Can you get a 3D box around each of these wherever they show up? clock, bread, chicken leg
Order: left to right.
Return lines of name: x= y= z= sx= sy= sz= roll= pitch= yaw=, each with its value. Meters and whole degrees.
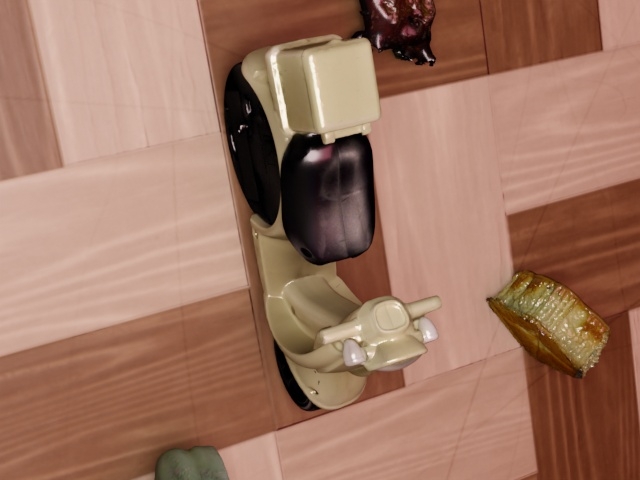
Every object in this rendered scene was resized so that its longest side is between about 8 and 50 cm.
clock: x=0.000 y=0.000 z=1.045 sx=0.120 sy=0.276 sz=0.379 roll=-17 pitch=102 yaw=-21
chicken leg: x=0.058 y=-0.282 z=1.142 sx=0.105 sy=0.063 sz=0.234 roll=-29 pitch=108 yaw=-23
bread: x=0.272 y=0.098 z=1.267 sx=0.069 sy=0.128 sz=0.140 roll=-47 pitch=113 yaw=-7

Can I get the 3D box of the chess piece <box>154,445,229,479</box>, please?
chess piece: x=-0.224 y=0.322 z=1.042 sx=0.299 sy=0.194 sz=0.195 roll=-13 pitch=104 yaw=-15
